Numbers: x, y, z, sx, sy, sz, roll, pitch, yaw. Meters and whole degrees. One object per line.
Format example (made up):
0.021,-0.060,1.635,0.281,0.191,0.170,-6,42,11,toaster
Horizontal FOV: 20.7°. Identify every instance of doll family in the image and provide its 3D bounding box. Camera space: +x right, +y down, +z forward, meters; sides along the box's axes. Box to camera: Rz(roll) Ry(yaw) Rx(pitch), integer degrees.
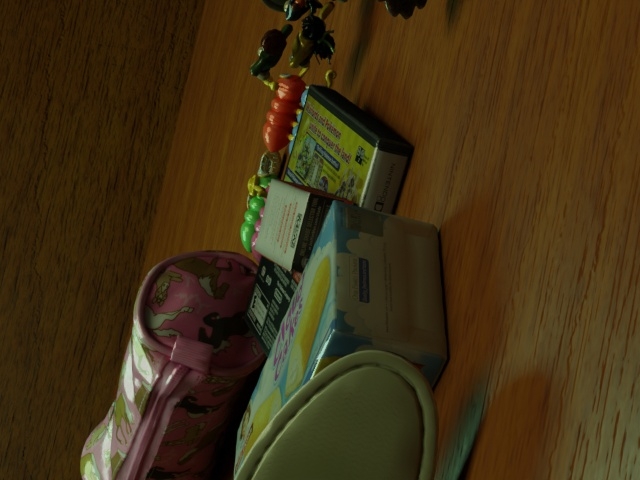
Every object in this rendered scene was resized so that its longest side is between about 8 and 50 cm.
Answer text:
-0.002,-0.238,1.806,0.193,0.076,0.111,-63,2,-13,doll family

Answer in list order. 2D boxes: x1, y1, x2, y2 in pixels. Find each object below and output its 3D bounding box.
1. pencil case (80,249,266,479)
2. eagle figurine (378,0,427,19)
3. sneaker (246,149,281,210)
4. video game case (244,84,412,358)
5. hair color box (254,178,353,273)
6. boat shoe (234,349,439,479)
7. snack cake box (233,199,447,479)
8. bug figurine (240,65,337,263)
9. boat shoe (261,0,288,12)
-0.158,0.166,1.912,0.386,0.160,0.167,115,140,-51,pencil case
0.076,-0.357,1.408,0.225,0.298,0.226,-33,-10,26,eagle figurine
-0.064,-0.070,2.120,0.037,0.032,0.083,-59,-10,-80,sneaker
0.000,0.000,1.618,0.275,0.035,0.248,-131,56,-70,video game case
-0.016,-0.011,1.538,0.141,0.043,0.072,-151,75,-74,hair color box
0.001,0.220,1.191,0.113,0.127,0.340,-34,-40,-71,boat shoe
0.009,0.120,1.342,0.152,0.089,0.264,-91,19,-51,snack cake box
-0.035,-0.081,1.859,0.279,0.072,0.216,-141,66,-78,bug figurine
-0.025,-0.440,2.159,0.104,0.110,0.307,-99,25,-61,boat shoe
